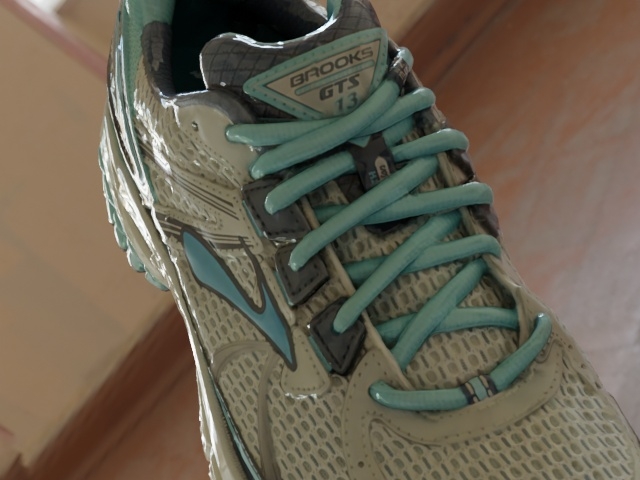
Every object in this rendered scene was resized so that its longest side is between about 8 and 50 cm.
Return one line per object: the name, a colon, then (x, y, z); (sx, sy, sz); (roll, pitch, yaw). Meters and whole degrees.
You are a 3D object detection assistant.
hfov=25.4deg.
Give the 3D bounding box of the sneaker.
sneaker: (0.000, 0.000, 0.418); (0.110, 0.122, 0.283); (-20, 46, -22)
